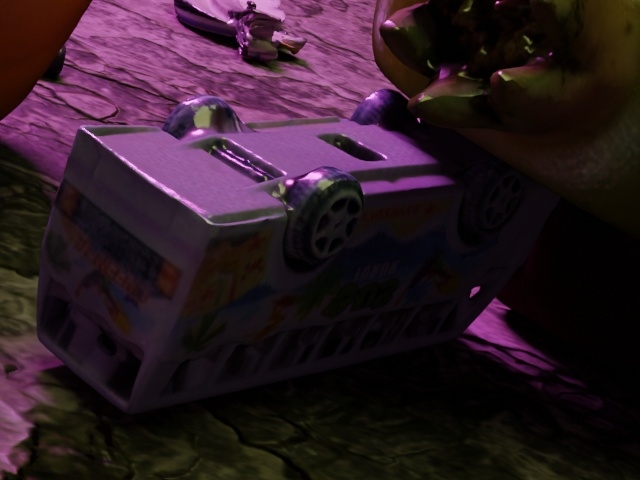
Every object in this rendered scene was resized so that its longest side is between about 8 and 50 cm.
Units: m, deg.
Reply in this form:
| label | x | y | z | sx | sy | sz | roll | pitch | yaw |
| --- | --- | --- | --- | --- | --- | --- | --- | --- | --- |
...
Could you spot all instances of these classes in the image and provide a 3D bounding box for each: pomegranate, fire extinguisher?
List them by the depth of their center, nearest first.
| label | x | y | z | sx | sy | sz | roll | pitch | yaw |
| --- | --- | --- | --- | --- | --- | --- | --- | --- | --- |
| pomegranate | 0.174 | -0.129 | 0.904 | 0.310 | 0.216 | 0.358 | 38 | 15 | 28 |
| fire extinguisher | 0.248 | 0.069 | 0.976 | 0.135 | 0.114 | 0.337 | -21 | 40 | -38 |

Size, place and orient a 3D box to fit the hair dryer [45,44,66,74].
| label | x | y | z | sx | sy | sz | roll | pitch | yaw |
| --- | --- | --- | --- | --- | --- | --- | --- | --- | --- |
| hair dryer | -0.223 | -0.147 | 1.262 | 0.047 | 0.026 | 0.083 | 13 | 13 | -23 |

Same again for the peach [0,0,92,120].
| label | x | y | z | sx | sy | sz | roll | pitch | yaw |
| --- | --- | --- | --- | --- | --- | --- | --- | --- | --- |
| peach | -0.278 | -0.193 | 0.965 | 0.308 | 0.289 | 0.289 | 17 | 19 | -24 |

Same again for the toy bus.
| label | x | y | z | sx | sy | sz | roll | pitch | yaw |
| --- | --- | --- | --- | --- | --- | --- | --- | --- | --- |
| toy bus | 0.000 | 0.000 | 0.894 | 0.109 | 0.136 | 0.329 | 34 | 24 | 30 |

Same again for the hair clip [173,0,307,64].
| label | x | y | z | sx | sy | sz | roll | pitch | yaw |
| --- | --- | --- | --- | --- | --- | --- | --- | --- | --- |
| hair clip | -0.075 | -0.209 | 1.518 | 0.116 | 0.049 | 0.172 | 14 | 17 | -25 |
